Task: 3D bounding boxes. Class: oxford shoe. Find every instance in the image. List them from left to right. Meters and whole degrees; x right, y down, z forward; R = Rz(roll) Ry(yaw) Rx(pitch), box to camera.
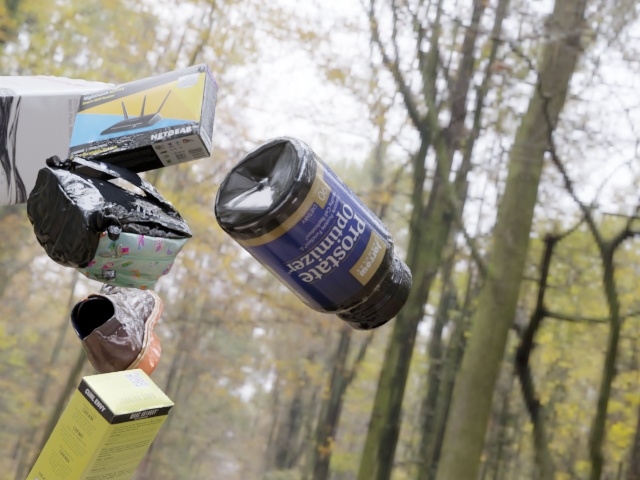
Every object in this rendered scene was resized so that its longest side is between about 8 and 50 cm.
[{"bbox_3d":[-0.266,0.093,1.518,0.098,0.097,0.271,48,2,-23],"label":"oxford shoe"}]

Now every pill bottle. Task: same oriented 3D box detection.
[{"bbox_3d":[0.000,0.000,1.236,0.123,0.123,0.219,-3,-36,43],"label":"pill bottle"}]

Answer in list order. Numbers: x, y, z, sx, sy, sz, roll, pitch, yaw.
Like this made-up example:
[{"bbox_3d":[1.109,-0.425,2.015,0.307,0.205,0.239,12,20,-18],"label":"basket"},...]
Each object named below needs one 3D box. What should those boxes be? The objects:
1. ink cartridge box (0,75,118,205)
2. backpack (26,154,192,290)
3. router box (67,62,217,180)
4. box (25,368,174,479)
[{"bbox_3d":[-0.523,-0.146,1.689,0.395,0.166,0.285,-7,15,-34],"label":"ink cartridge box"},{"bbox_3d":[-0.248,-0.013,1.403,0.182,0.115,0.152,14,31,-48],"label":"backpack"},{"bbox_3d":[-0.221,-0.145,1.475,0.179,0.133,0.046,-12,-43,14],"label":"router box"},{"bbox_3d":[-0.238,0.236,1.163,0.058,0.232,0.087,41,22,27],"label":"box"}]
